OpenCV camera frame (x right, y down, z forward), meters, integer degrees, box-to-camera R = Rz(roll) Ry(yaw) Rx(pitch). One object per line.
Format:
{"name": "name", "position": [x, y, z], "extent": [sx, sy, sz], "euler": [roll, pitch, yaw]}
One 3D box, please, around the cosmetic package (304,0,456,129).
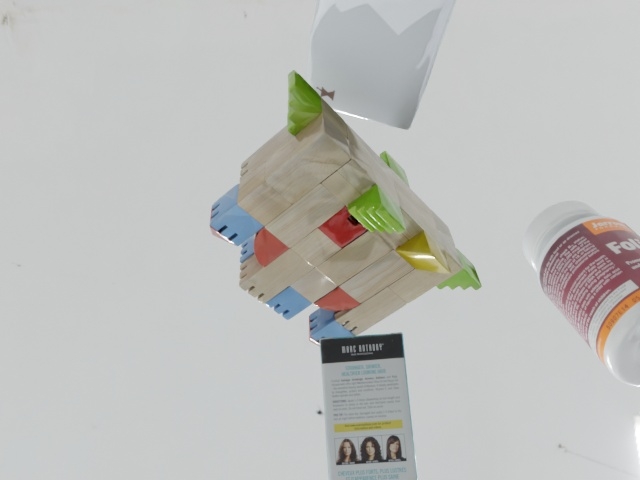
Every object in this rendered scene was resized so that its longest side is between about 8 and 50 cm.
{"name": "cosmetic package", "position": [0.114, -0.406, 0.872], "extent": [0.162, 0.230, 0.453], "euler": [16, -124, 1]}

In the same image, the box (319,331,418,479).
{"name": "box", "position": [0.058, 0.235, 0.715], "extent": [0.101, 0.060, 0.244], "euler": [-5, -108, 4]}

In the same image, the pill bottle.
{"name": "pill bottle", "position": [0.593, 0.088, 1.265], "extent": [0.224, 0.392, 0.224], "euler": [-6, -58, -9]}

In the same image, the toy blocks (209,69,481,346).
{"name": "toy blocks", "position": [0.000, 0.000, 0.844], "extent": [0.261, 0.190, 0.381], "euler": [-36, -58, 22]}
